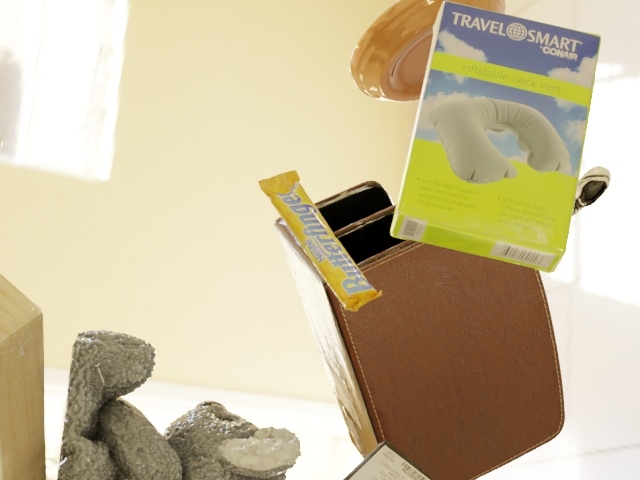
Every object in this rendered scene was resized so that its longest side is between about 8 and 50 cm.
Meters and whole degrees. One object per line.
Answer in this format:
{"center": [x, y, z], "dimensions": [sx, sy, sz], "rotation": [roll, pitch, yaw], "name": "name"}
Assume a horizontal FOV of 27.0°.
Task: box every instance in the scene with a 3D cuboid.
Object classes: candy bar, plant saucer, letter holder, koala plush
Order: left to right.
{"center": [-0.132, 0.217, 1.238], "dimensions": [0.196, 0.221, 0.203], "rotation": [110, 164, -49], "name": "koala plush"}
{"center": [0.000, 0.000, 1.187], "dimensions": [0.161, 0.040, 0.018], "rotation": [55, 150, 28], "name": "candy bar"}
{"center": [0.113, 0.089, 1.374], "dimensions": [0.152, 0.214, 0.302], "rotation": [49, 161, 58], "name": "letter holder"}
{"center": [0.129, -0.224, 1.540], "dimensions": [0.037, 0.200, 0.200], "rotation": [61, 141, 25], "name": "plant saucer"}

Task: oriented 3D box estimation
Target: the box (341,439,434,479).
{"center": [0.166, 0.351, 1.200], "dimensions": [0.293, 0.073, 0.295], "rotation": [37, 160, 39], "name": "box"}

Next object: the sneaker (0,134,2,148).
{"center": [-0.337, -0.112, 0.992], "dimensions": [0.094, 0.212, 0.080], "rotation": [76, -149, -44], "name": "sneaker"}

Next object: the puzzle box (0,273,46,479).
{"center": [-0.393, 0.033, 1.173], "dimensions": [0.409, 0.052, 0.272], "rotation": [39, 144, 19], "name": "puzzle box"}

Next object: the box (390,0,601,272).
{"center": [0.115, -0.076, 0.852], "dimensions": [0.042, 0.109, 0.178], "rotation": [102, -179, -67], "name": "box"}

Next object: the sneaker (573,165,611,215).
{"center": [0.270, -0.045, 1.403], "dimensions": [0.083, 0.032, 0.037], "rotation": [-45, 11, 25], "name": "sneaker"}
